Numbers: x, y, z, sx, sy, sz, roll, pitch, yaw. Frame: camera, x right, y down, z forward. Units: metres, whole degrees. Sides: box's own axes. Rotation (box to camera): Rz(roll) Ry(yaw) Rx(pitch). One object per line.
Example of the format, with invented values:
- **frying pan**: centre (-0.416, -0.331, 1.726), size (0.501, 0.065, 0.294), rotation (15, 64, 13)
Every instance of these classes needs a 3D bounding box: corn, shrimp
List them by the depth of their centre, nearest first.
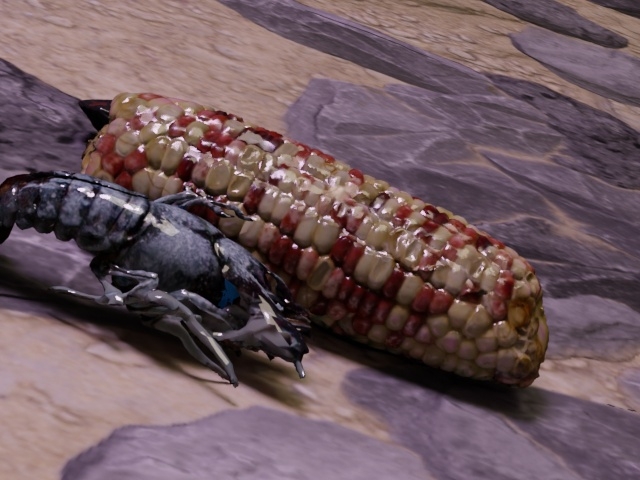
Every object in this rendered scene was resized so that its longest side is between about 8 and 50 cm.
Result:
- **shrimp**: centre (-0.080, 0.012, 0.862), size (0.174, 0.076, 0.082), rotation (21, 41, 4)
- **corn**: centre (0.000, 0.000, 0.950), size (0.253, 0.086, 0.086), rotation (23, 19, 6)

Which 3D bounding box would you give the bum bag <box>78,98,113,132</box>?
- **bum bag**: centre (-0.083, -0.056, 1.101), size (0.124, 0.034, 0.058), rotation (19, 5, -4)
